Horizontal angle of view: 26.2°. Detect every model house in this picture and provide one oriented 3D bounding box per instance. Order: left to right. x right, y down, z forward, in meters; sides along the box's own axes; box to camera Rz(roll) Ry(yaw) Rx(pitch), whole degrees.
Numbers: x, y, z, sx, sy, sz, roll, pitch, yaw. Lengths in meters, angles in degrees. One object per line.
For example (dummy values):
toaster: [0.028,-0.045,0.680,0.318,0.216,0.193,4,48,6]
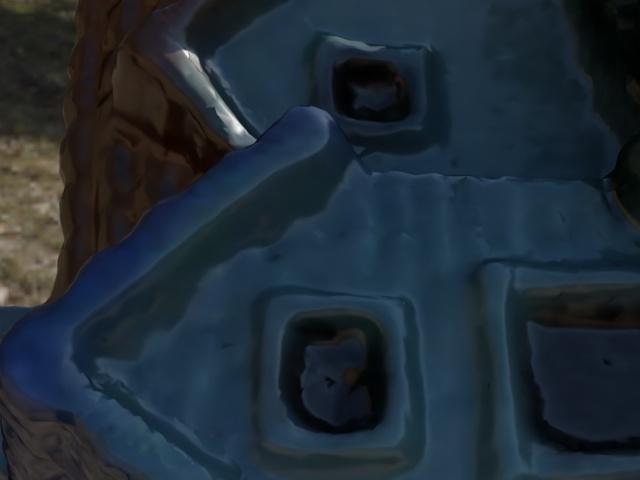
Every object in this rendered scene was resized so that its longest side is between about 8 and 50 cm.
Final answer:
model house: [0.000,0.000,0.439,0.329,0.295,0.252,4,-21,-4]
